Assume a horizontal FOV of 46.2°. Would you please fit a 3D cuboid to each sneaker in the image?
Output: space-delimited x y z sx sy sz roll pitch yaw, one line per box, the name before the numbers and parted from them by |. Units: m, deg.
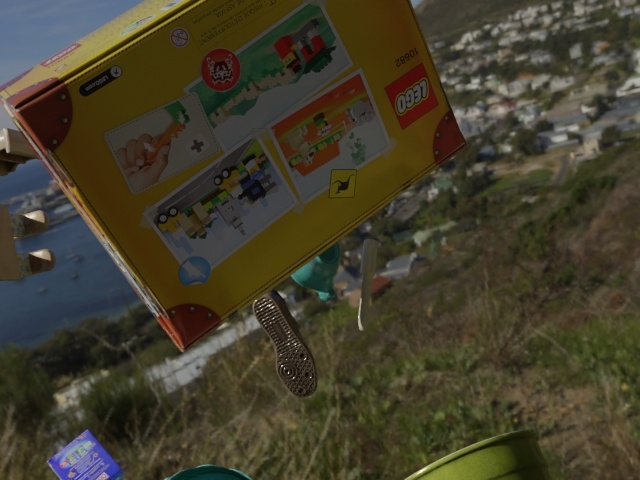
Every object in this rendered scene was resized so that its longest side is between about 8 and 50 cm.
sneaker | -0.049 0.163 1.236 0.066 0.188 0.071 -20 9 14

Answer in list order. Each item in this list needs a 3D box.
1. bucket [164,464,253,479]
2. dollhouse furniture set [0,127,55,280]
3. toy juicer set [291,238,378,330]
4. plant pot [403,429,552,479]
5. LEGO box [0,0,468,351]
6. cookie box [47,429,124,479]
bucket | -0.208 0.565 1.425 0.281 0.281 0.183 -19 -13 -11
dollhouse furniture set | -0.556 -0.053 1.316 0.161 0.242 0.212 -14 -6 18
toy juicer set | 0.000 0.000 1.451 0.089 0.329 0.209 -19 33 45
plant pot | 0.362 0.633 1.529 0.367 0.353 0.366 -17 -32 -11
LEGO box | -0.097 -0.161 1.004 0.500 0.372 0.193 -36 30 -14
cookie box | -0.431 0.421 1.383 0.092 0.040 0.107 -38 64 -25
